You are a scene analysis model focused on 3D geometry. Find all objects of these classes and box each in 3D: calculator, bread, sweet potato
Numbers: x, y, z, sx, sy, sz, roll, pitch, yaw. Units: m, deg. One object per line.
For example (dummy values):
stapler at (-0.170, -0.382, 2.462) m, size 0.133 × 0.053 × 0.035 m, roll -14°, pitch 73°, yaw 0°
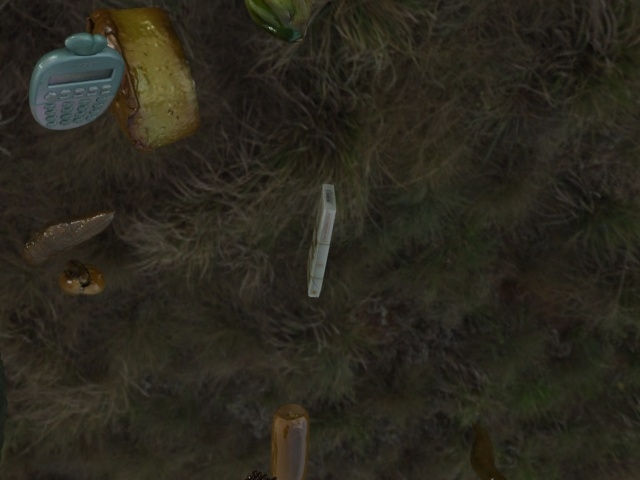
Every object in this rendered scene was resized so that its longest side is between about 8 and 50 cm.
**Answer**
calculator at (-0.496, -0.321, 1.285) m, size 0.184 × 0.042 × 0.295 m, roll -19°, pitch 164°, yaw -37°
bread at (-0.095, -0.534, 1.396) m, size 0.156 × 0.158 × 0.261 m, roll 12°, pitch 172°, yaw -7°
bread at (-0.450, -0.408, 1.605) m, size 0.215 × 0.398 × 0.398 m, roll -21°, pitch 136°, yaw -16°
sweet potato at (0.393, 0.535, 1.477) m, size 0.069 × 0.249 × 0.059 m, roll -31°, pitch 117°, yaw 9°
sweet potato at (-0.692, -0.010, 1.671) m, size 0.342 × 0.092 × 0.114 m, roll -23°, pitch 176°, yaw 25°

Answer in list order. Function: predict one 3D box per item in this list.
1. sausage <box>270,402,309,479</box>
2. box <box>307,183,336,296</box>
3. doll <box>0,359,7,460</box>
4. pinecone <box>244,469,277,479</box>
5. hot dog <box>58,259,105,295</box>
sausage at (-0.090, 0.626, 1.840) m, size 0.112 × 0.112 × 0.328 m, roll -2°, pitch 113°, yaw -12°
box at (0.001, 0.000, 1.381) m, size 0.032 × 0.122 × 0.220 m, roll 7°, pitch 120°, yaw -7°
doll at (-0.390, 0.205, 0.514) m, size 0.248 × 0.247 × 0.349 m, roll 2°, pitch 103°, yaw -16°
pinecone at (-0.149, 0.646, 1.631) m, size 0.102 × 0.102 × 0.109 m, roll -26°, pitch 113°, yaw 11°
hot dog at (-0.491, 0.075, 1.303) m, size 0.090 × 0.140 × 0.060 m, roll -7°, pitch 100°, yaw -19°
